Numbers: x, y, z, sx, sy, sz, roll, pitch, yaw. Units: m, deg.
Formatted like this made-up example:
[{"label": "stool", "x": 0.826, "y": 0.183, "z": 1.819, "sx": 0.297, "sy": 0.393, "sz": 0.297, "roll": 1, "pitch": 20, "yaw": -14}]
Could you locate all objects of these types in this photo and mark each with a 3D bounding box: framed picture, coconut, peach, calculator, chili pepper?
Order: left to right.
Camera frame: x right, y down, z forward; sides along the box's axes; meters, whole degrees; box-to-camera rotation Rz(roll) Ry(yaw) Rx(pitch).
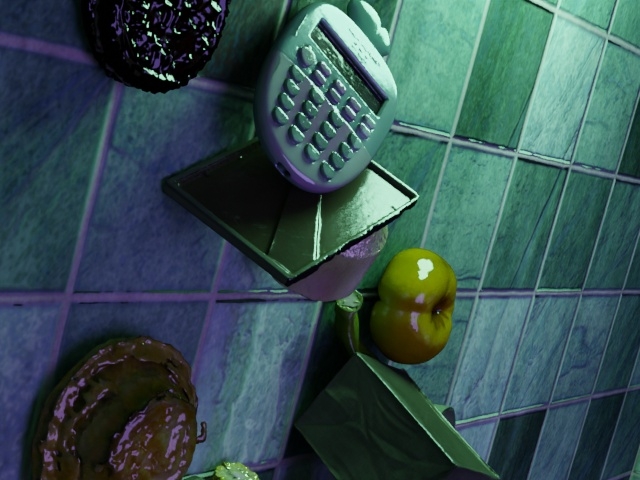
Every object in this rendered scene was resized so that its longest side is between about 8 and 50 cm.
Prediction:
[{"label": "framed picture", "x": -0.026, "y": -0.055, "z": 1.427, "sx": 0.265, "sy": 0.192, "sz": 0.018, "roll": -31, "pitch": 151, "yaw": -45}, {"label": "coconut", "x": 0.000, "y": 0.000, "z": 1.524, "sx": 0.147, "sy": 0.147, "sz": 0.153, "roll": -37, "pitch": 165, "yaw": -42}, {"label": "calculator", "x": 0.012, "y": -0.180, "z": 1.467, "sx": 0.185, "sy": 0.041, "sz": 0.299, "roll": 47, "pitch": 47, "yaw": -23}, {"label": "chili pepper", "x": 0.049, "y": 0.136, "z": 1.765, "sx": 0.050, "sy": 0.052, "sz": 0.202, "roll": -27, "pitch": 141, "yaw": -8}, {"label": "peach", "x": 0.139, "y": 0.099, "z": 1.827, "sx": 0.179, "sy": 0.103, "sz": 0.179, "roll": -36, "pitch": 131, "yaw": -56}]

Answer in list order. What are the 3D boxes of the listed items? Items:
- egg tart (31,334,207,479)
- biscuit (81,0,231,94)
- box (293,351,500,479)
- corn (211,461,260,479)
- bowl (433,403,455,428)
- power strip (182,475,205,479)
[{"label": "egg tart", "x": -0.211, "y": 0.221, "z": 1.362, "sx": 0.241, "sy": 0.106, "sz": 0.241, "roll": -22, "pitch": 119, "yaw": -47}, {"label": "biscuit", "x": -0.163, "y": -0.243, "z": 1.241, "sx": 0.194, "sy": 0.053, "sz": 0.195, "roll": -32, "pitch": 132, "yaw": -45}, {"label": "box", "x": 0.104, "y": 0.299, "z": 1.733, "sx": 0.155, "sy": 0.231, "sz": 0.149, "roll": -48, "pitch": 146, "yaw": 10}, {"label": "corn", "x": -0.123, "y": 0.418, "z": 1.625, "sx": 0.081, "sy": 0.081, "sz": 0.249, "roll": -11, "pitch": 115, "yaw": -54}, {"label": "bowl", "x": 0.122, "y": 0.340, "z": 1.913, "sx": 0.211, "sy": 0.112, "sz": 0.211, "roll": -47, "pitch": 147, "yaw": -44}, {"label": "power strip", "x": -0.230, "y": 0.356, "z": 1.472, "sx": 0.268, "sy": 0.034, "sz": 0.092, "roll": -9, "pitch": 114, "yaw": -55}]
